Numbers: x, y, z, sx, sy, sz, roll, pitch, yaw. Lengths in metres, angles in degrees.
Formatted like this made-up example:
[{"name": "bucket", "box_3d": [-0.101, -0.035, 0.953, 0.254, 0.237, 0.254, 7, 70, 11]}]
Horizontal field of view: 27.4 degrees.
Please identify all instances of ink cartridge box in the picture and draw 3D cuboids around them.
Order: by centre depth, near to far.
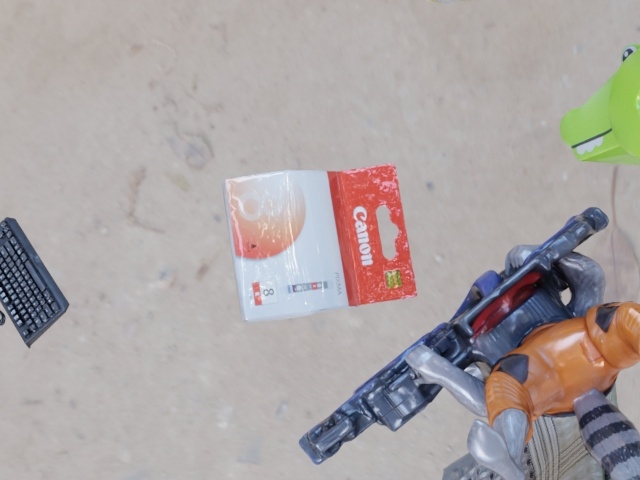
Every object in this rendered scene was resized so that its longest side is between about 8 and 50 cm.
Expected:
[{"name": "ink cartridge box", "box_3d": [0.000, 0.000, 1.306, 0.179, 0.045, 0.145, -9, 82, -3]}]

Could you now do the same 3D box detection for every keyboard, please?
[{"name": "keyboard", "box_3d": [-0.405, 0.060, 1.711, 0.108, 0.023, 0.180, -43, 57, 7]}]

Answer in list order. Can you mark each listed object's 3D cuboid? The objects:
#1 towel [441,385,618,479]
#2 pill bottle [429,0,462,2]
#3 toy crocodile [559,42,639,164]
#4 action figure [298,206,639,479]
[{"name": "towel", "box_3d": [0.176, 0.295, 1.320, 0.056, 0.324, 0.312, 38, 121, -13]}, {"name": "pill bottle", "box_3d": [0.178, -0.365, 1.674, 0.208, 0.119, 0.119, 10, 76, 55]}, {"name": "toy crocodile", "box_3d": [0.250, -0.107, 0.700, 0.115, 0.340, 0.105, 1, 78, -23]}, {"name": "action figure", "box_3d": [0.162, 0.136, 1.117, 0.341, 0.330, 0.178, -38, 98, 1]}]
